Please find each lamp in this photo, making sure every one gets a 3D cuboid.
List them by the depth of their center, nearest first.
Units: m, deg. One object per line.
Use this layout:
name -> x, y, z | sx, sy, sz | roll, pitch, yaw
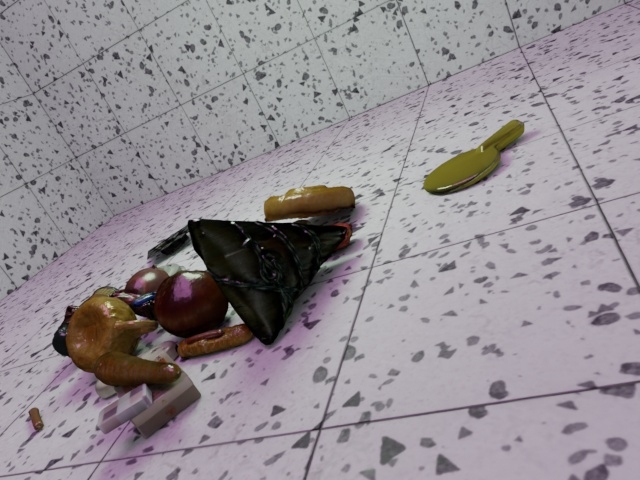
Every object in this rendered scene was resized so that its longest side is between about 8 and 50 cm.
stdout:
lamp -> -0.512, 0.173, 1.575 | 0.215, 0.151, 0.223 | -2, 35, 22

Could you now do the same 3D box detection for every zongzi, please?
zongzi -> -0.166, 0.078, 1.315 | 0.362, 0.319, 0.383 | -27, 0, 39

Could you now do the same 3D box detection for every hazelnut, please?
hazelnut -> -0.344, 0.163, 1.352 | 0.204, 0.178, 0.178 | -7, 28, 44

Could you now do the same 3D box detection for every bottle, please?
bottle -> -0.716, 0.249, 1.618 | 0.143, 0.156, 0.271 | -26, 15, 20

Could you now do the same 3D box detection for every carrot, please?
carrot -> -0.372, 0.275, 1.091 | 0.298, 0.078, 0.078 | -7, 28, 38

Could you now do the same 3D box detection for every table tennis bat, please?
table tennis bat -> 0.457, -0.241, 1.524 | 0.369, 0.054, 0.224 | -37, 21, -15

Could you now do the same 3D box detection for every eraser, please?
eraser -> -0.384, 0.330, 1.027 | 0.105, 0.026, 0.065 | -32, 18, -9

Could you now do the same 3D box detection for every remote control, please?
remote control -> -0.455, 0.316, 1.296 | 0.221, 0.042, 0.078 | -30, 19, -6

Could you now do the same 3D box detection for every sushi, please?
sushi -> -0.639, 0.021, 2.248 | 0.220, 0.047, 0.231 | -35, 17, -9

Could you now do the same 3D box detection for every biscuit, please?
biscuit -> -0.038, -0.122, 1.648 | 0.297, 0.101, 0.296 | -10, 3, 1

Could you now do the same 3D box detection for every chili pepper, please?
chili pepper -> 0.000, 0.000, 1.442 | 0.192, 0.086, 0.084 | -11, 55, 16

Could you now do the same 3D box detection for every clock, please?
clock -> -0.599, 0.146, 1.880 | 0.237, 0.053, 0.236 | -22, 20, 9

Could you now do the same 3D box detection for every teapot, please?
teapot -> -0.558, 0.255, 1.417 | 0.311, 0.203, 0.167 | -19, -21, 26

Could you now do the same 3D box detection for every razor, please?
razor -> -0.378, 0.125, 1.490 | 0.324, 0.056, 0.093 | -14, 8, -38

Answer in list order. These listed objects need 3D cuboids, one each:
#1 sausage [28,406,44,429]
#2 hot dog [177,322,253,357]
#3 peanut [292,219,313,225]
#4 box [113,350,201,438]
sausage -> -0.718, 0.451, 1.318 | 0.026, 0.026, 0.116 | -38, 23, -27
hot dog -> -0.256, 0.237, 1.237 | 0.216, 0.047, 0.066 | -17, 25, 25
peanut -> -0.052, -0.019, 1.570 | 0.082, 0.082, 0.187 | -29, 20, -6
box -> -0.357, 0.326, 1.128 | 0.141, 0.058, 0.201 | -36, 21, -22
